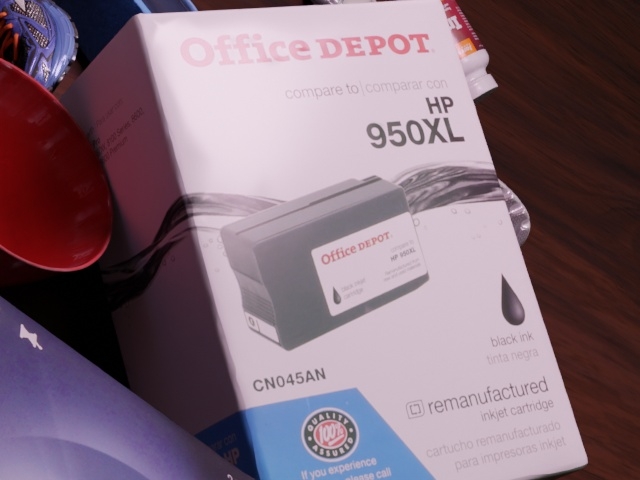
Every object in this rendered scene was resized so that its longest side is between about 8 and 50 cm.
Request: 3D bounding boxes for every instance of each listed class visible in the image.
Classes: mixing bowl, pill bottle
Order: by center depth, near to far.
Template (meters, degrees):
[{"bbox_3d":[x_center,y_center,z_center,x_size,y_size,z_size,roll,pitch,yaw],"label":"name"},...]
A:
[{"bbox_3d":[-0.245,-0.034,1.205,0.181,0.098,0.181,37,33,-30],"label":"mixing bowl"},{"bbox_3d":[0.150,-0.234,2.063,0.152,0.086,0.086,58,28,5],"label":"pill bottle"}]

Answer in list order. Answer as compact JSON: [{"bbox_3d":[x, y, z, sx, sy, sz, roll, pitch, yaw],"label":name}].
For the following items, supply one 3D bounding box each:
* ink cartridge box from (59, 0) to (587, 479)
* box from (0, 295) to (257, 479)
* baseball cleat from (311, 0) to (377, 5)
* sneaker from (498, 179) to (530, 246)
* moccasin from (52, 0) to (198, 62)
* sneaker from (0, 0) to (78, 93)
[{"bbox_3d":[-0.003,0.026,1.293,0.286,0.166,0.394,-8,74,-33],"label":"ink cartridge box"},{"bbox_3d":[-0.195,0.208,0.942,0.294,0.183,0.296,41,32,-30],"label":"box"},{"bbox_3d":[0.029,-0.320,1.980,0.109,0.072,0.206,40,27,-15],"label":"baseball cleat"},{"bbox_3d":[0.109,-0.087,1.867,0.281,0.105,0.115,52,-6,0],"label":"sneaker"},{"bbox_3d":[-0.114,-0.152,1.493,0.117,0.138,0.342,-21,79,-52],"label":"moccasin"},{"bbox_3d":[-0.261,-0.187,1.384,0.087,0.083,0.221,12,44,-36],"label":"sneaker"}]
